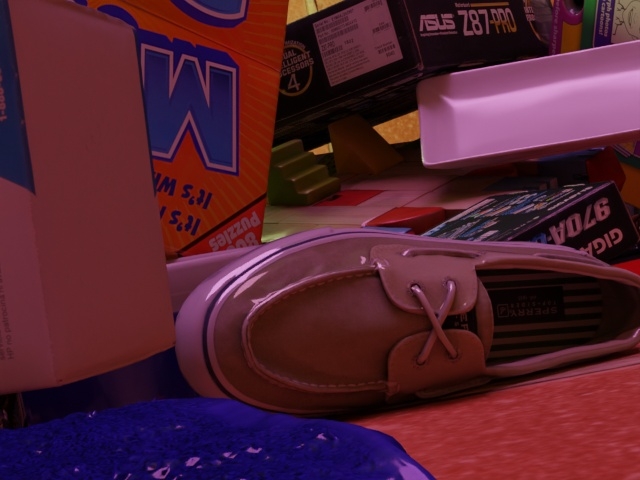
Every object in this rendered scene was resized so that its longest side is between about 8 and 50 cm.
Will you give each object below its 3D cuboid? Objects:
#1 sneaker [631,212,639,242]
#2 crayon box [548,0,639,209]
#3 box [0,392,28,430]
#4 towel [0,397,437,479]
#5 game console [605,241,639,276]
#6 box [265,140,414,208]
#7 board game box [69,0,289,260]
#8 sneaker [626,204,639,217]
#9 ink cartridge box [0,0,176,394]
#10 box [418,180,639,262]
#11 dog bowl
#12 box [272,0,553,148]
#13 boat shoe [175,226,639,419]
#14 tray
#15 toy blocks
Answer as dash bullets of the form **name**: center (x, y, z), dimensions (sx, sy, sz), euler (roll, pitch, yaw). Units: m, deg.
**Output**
- **sneaker**: center (0.335, 0.004, 1.493), dimensions (0.192, 0.064, 0.086), euler (-16, -9, -38)
- **crayon box**: center (0.356, -0.201, 1.384), dimensions (0.106, 0.362, 0.313), euler (-11, 25, -32)
- **box**: center (-0.284, 0.122, 0.695), dimensions (0.296, 0.073, 0.293), euler (-10, 2, -11)
- **towel**: center (-0.135, 0.099, 0.387), dimensions (0.308, 0.076, 0.228), euler (-11, 0, -27)
- **game console**: center (0.233, 0.050, 1.129), dimensions (0.144, 0.085, 0.124), euler (-10, -30, -28)
- **box**: center (0.000, 0.000, 1.621), dimensions (0.279, 0.177, 0.290), euler (-10, 1, -32)
- **board game box**: center (-0.278, -0.154, 1.239), dimensions (0.357, 0.356, 0.356), euler (20, -23, -38)
- **sneaker**: center (0.367, -0.047, 1.961), dimensions (0.126, 0.127, 0.321), euler (-8, 3, 24)
- **ink cartridge box**: center (-0.211, -0.010, 0.704), dimensions (0.233, 0.171, 0.168), euler (-7, 1, 12)
- **box**: center (0.087, 0.030, 1.053), dimensions (0.220, 0.051, 0.175), euler (-28, 8, -21)
- **dog bowl**: center (-0.152, 0.075, 1.009), dimensions (0.265, 0.104, 0.265), euler (-10, 1, 0)
- **box**: center (0.007, -0.157, 1.524), dimensions (0.395, 0.097, 0.318), euler (-19, -4, 35)
- **boat shoe**: center (0.064, 0.040, 0.877), dimensions (0.302, 0.109, 0.094), euler (-8, 2, -31)
- **tray**: center (0.218, -0.113, 1.269), dimensions (0.270, 0.030, 0.145), euler (-9, 36, 7)
- **toy blocks**: center (0.092, 0.002, 1.294), dimensions (0.261, 0.190, 0.381), euler (2, 20, 40)
